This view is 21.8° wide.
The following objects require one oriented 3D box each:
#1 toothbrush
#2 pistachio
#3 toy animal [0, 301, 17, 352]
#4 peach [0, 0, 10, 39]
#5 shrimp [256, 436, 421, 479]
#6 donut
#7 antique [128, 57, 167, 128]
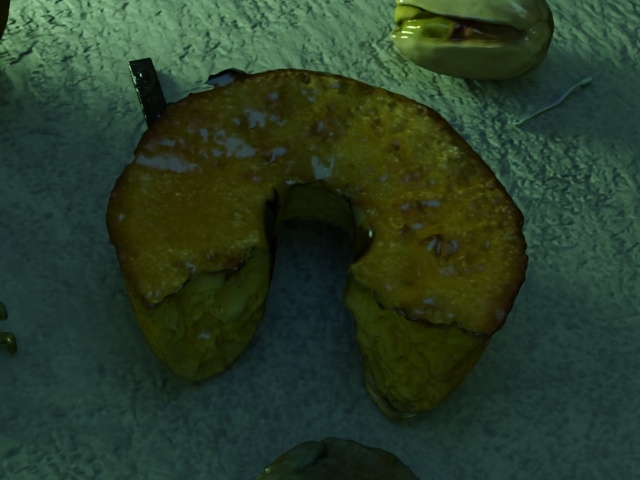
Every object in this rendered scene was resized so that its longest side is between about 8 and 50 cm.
[{"bbox_3d":[0.285,-0.170,2.037,0.131,0.013,0.011,-30,51,-25],"label":"toothbrush"},{"bbox_3d":[0.185,-0.255,2.034,0.200,0.117,0.145,0,14,2],"label":"pistachio"},{"bbox_3d":[-0.403,0.055,1.748,0.136,0.073,0.181,-14,58,-8],"label":"toy animal"},{"bbox_3d":[-0.524,-0.310,1.841,0.370,0.370,0.370,3,52,-4],"label":"peach"},{"bbox_3d":[-0.022,0.365,1.539,0.221,0.110,0.446,29,50,5],"label":"shrimp"},{"bbox_3d":[0.000,0.000,1.782,0.435,0.163,0.378,11,50,4],"label":"donut"},{"bbox_3d":[-0.190,-0.141,1.957,0.031,0.015,0.192,-11,54,-15],"label":"antique"}]
